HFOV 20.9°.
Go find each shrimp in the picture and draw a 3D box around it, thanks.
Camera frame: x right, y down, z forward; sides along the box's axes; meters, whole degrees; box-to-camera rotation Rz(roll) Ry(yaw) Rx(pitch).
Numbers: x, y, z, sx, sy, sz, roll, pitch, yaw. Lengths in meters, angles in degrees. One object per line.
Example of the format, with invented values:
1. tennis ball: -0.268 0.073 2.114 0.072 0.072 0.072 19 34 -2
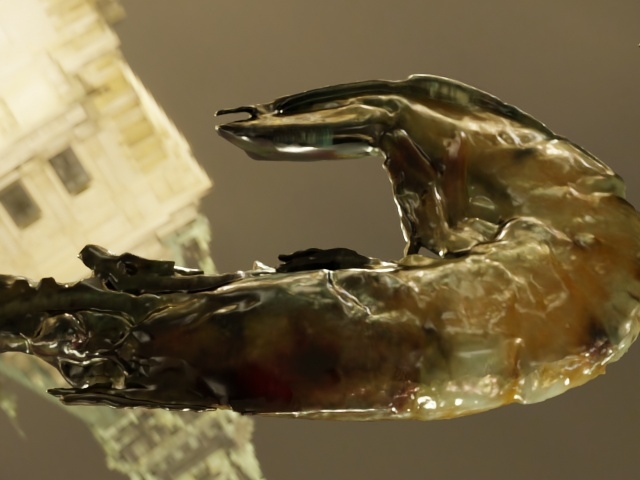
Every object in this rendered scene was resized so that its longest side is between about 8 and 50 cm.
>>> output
1. shrimp: 0.000 0.000 0.931 0.365 0.071 0.233 -1 -130 -7

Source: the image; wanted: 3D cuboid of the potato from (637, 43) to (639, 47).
1. potato: 0.305 -0.126 0.960 0.239 0.299 0.116 15 -124 11
